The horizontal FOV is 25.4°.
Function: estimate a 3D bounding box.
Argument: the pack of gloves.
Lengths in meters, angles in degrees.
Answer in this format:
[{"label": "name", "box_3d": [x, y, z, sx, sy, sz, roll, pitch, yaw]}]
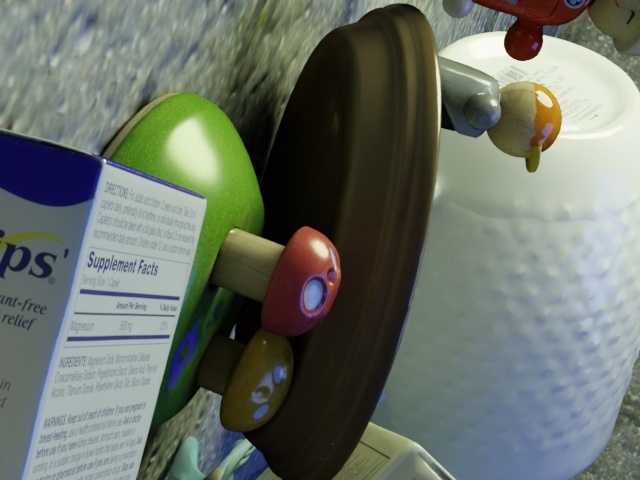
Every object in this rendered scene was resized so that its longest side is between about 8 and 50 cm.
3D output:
[{"label": "pack of gloves", "box_3d": [-0.118, 0.201, 0.931, 0.195, 0.046, 0.232, -56, 174, 18]}]

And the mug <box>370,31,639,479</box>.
[{"label": "mug", "box_3d": [0.115, 0.019, 1.185, 0.374, 0.276, 0.328, -21, 135, -34]}]

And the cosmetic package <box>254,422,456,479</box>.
[{"label": "cosmetic package", "box_3d": [0.010, 0.196, 0.827, 0.160, 0.113, 0.309, -45, -178, -6]}]

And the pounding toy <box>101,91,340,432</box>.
[{"label": "pounding toy", "box_3d": [-0.062, 0.056, 0.665, 0.183, 0.110, 0.236, 75, 38, -73]}]

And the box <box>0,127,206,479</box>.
[{"label": "box", "box_3d": [-0.102, 0.036, 0.475, 0.126, 0.072, 0.137, 22, 83, -80]}]

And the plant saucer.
[{"label": "plant saucer", "box_3d": [0.000, 0.000, 0.795, 0.278, 0.041, 0.277, -168, -90, -76]}]

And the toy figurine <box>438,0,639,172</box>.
[{"label": "toy figurine", "box_3d": [0.126, -0.170, 0.861, 0.209, 0.148, 0.213, 122, -20, -56]}]
